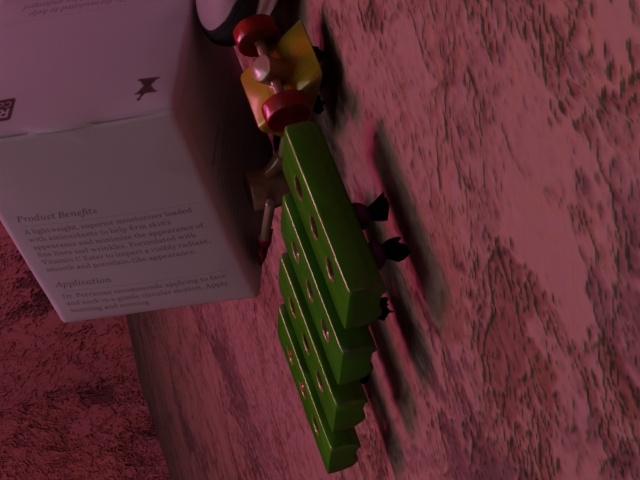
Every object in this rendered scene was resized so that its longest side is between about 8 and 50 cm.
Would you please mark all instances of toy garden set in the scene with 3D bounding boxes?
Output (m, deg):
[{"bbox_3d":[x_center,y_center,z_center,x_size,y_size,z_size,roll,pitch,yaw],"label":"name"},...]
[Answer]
[{"bbox_3d":[0.000,0.000,0.883,0.244,0.049,0.204,95,157,-59],"label":"toy garden set"}]

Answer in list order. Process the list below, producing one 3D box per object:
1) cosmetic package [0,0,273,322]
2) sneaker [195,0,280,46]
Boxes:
[{"bbox_3d":[-0.131,-0.064,0.994,0.183,0.151,0.151,70,-163,-45],"label":"cosmetic package"},{"bbox_3d":[-0.077,-0.229,0.842,0.271,0.108,0.100,86,163,-45],"label":"sneaker"}]
